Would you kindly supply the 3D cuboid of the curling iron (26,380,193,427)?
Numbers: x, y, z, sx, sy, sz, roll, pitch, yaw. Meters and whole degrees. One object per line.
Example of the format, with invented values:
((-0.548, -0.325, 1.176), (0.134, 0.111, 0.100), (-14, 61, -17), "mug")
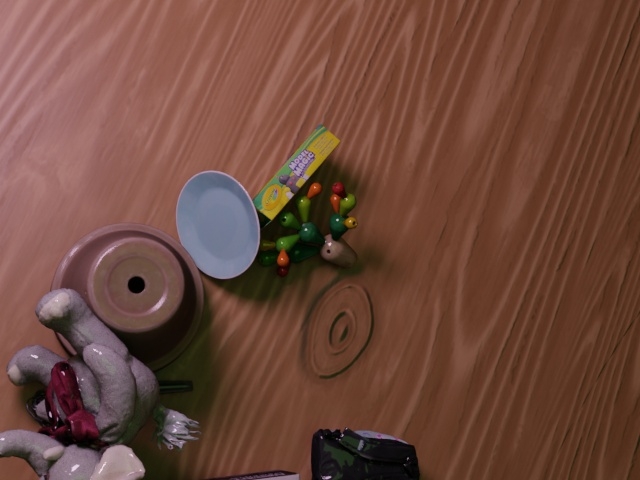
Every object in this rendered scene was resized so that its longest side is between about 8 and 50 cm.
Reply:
((-0.348, 0.262, 1.801), (0.274, 0.035, 0.068), (-8, 78, -14), "curling iron")

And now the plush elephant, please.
((-0.368, 0.290, 1.617), (0.330, 0.272, 0.255), (39, 48, -11), "plush elephant")

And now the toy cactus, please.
((0.000, 0.000, 1.885), (0.219, 0.112, 0.180), (-43, 131, 17), "toy cactus")

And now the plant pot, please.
((-0.303, 0.085, 1.746), (0.263, 0.229, 0.263), (3, 79, -15), "plant pot")

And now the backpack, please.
((0.076, 0.385, 1.848), (0.182, 0.115, 0.152), (1, 91, -15), "backpack")

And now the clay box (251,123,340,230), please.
((-0.065, -0.095, 1.891), (0.053, 0.127, 0.222), (42, 72, -3), "clay box")

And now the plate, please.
((-0.171, -0.028, 1.843), (0.024, 0.188, 0.188), (-19, 84, -53), "plate")

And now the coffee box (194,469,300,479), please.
((-0.186, 0.447, 1.742), (0.297, 0.168, 0.119), (-4, 81, -14), "coffee box")
